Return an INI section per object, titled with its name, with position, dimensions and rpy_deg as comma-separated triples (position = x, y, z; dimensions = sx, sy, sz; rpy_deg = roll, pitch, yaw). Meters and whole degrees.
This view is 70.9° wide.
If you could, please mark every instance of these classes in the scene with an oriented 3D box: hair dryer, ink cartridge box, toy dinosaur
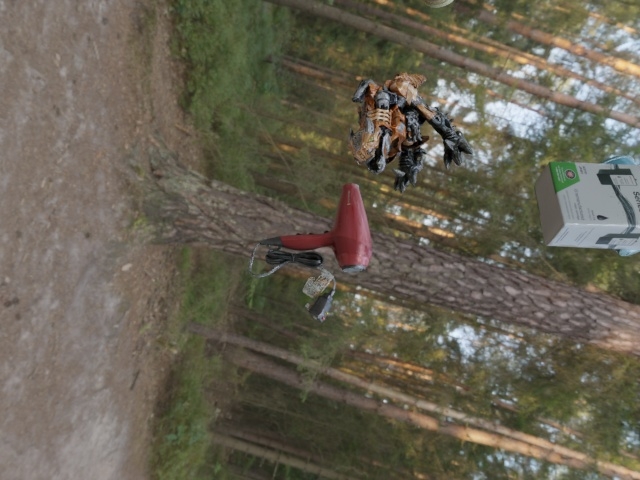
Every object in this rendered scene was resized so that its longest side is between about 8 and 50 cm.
[hair dryer]
position = 0.000, 0.000, 0.949
dimensions = 0.293, 0.224, 0.080
rpy_deg = -51, 169, -9
[ink cartridge box]
position = 0.546, -0.068, 0.873
dimensions = 0.087, 0.209, 0.153
rpy_deg = 88, 6, -60
[toy dinosaur]
position = 0.156, -0.222, 0.820
dimensions = 0.322, 0.218, 0.164
rpy_deg = -53, -159, -21

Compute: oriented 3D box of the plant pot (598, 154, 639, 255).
[plant pot]
position = 0.995, -0.097, 1.497
dimensions = 0.271, 0.272, 0.255
rpy_deg = 107, -32, -50

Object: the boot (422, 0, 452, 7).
[boot]
position = 0.118, -0.399, 0.534
dimensions = 0.165, 0.077, 0.213
rpy_deg = -38, 123, -57
